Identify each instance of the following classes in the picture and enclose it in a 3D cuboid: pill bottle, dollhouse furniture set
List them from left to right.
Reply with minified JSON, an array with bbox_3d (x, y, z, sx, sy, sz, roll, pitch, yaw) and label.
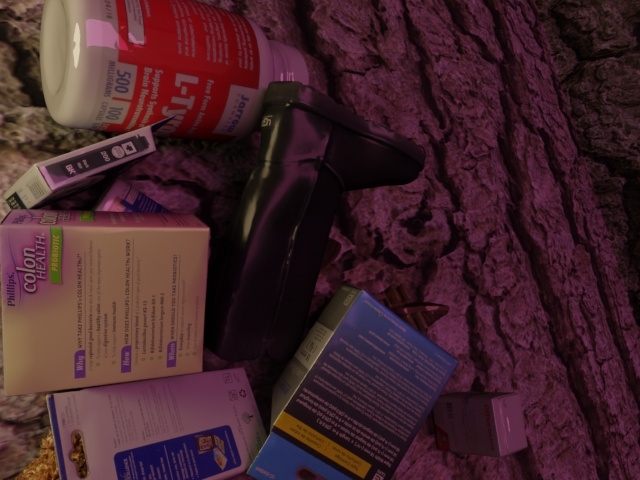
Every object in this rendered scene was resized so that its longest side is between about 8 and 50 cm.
[{"bbox_3d":[-0.278,-0.004,0.772,0.186,0.112,0.112,36,57,-27],"label":"pill bottle"},{"bbox_3d":[-0.230,-0.289,0.817,0.407,0.229,0.229,-4,80,-40],"label":"pill bottle"},{"bbox_3d":[0.116,0.235,1.047,0.212,0.161,0.242,-2,57,-41],"label":"dollhouse furniture set"}]

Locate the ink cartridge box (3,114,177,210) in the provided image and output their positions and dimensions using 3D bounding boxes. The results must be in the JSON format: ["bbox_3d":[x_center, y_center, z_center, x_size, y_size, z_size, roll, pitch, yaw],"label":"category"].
[{"bbox_3d":[-0.329,-0.107,0.697,0.208,0.206,0.045,-37,108,-39],"label":"ink cartridge box"}]

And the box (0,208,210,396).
[{"bbox_3d":[-0.288,0.073,0.654,0.242,0.117,0.214,-1,103,-27],"label":"box"}]

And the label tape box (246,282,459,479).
[{"bbox_3d":[0.051,0.278,0.821,0.240,0.106,0.334,38,79,-17],"label":"label tape box"}]

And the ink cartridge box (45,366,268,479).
[{"bbox_3d":[-0.222,0.284,0.686,0.332,0.065,0.166,12,47,-52],"label":"ink cartridge box"}]

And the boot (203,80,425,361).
[{"bbox_3d":[-0.002,-0.001,0.863,0.366,0.146,0.446,16,86,-35],"label":"boot"}]

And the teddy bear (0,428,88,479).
[{"bbox_3d":[-0.395,0.383,0.562,0.337,0.113,0.245,-12,88,-41],"label":"teddy bear"}]

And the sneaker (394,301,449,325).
[{"bbox_3d":[0.249,0.195,1.200,0.188,0.066,0.071,3,92,-34],"label":"sneaker"}]

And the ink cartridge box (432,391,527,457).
[{"bbox_3d":[0.382,0.438,1.152,0.127,0.176,0.128,6,74,-39],"label":"ink cartridge box"}]

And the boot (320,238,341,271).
[{"bbox_3d":[-0.046,0.028,0.977,0.219,0.082,0.106,-39,105,-38],"label":"boot"}]
